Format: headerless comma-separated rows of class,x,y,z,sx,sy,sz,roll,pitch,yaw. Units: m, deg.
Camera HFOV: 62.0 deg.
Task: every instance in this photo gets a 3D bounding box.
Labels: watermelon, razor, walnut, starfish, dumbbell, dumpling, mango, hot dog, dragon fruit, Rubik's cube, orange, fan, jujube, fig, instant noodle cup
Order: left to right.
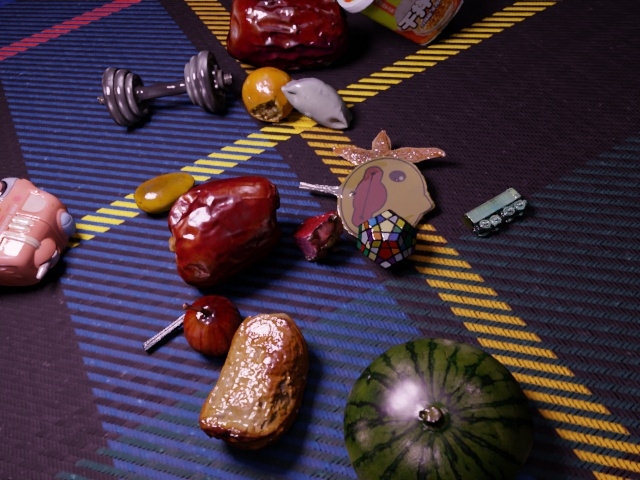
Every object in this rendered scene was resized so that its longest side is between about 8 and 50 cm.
mango,-0.401,-0.126,1.380,0.161,0.076,0.103,-28,49,-14
dumbbell,-0.452,-0.441,1.558,0.405,0.179,0.179,-7,53,6
razor,-0.304,0.177,1.163,0.190,0.033,0.066,-35,56,-14
fig,-0.229,0.161,1.101,0.128,0.151,0.128,-16,22,7
walnut,-0.211,-0.023,1.204,0.268,0.244,0.222,-18,91,-11
hot dog,-0.117,0.267,1.015,0.175,0.114,0.259,8,54,22
orange,-0.141,-0.403,1.485,0.154,0.155,0.134,-8,43,4
jujube,-0.105,-0.631,1.590,0.376,0.258,0.259,-6,53,5
dumpling,-0.008,-0.384,1.465,0.216,0.105,0.149,23,15,-19
dragon fruit,0.000,0.000,1.201,0.102,0.096,0.147,-37,13,-21
fan,0.106,-0.106,1.273,0.334,0.011,0.230,10,71,16
starfish,0.156,-0.172,1.322,0.294,0.048,0.231,5,67,19
Rubik's cube,0.144,-0.005,1.158,0.133,0.133,0.112,41,103,32
instant noodle cup,0.232,-0.738,1.537,0.293,0.307,0.294,-23,60,46
watermelon,0.195,0.288,0.900,0.330,0.189,0.331,-2,54,2

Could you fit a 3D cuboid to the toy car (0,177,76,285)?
toy car,-0.723,-0.015,1.304,0.212,0.181,0.271,8,55,3

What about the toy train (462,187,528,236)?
toy train,0.395,-0.061,1.205,0.147,0.038,0.071,-29,51,-10
